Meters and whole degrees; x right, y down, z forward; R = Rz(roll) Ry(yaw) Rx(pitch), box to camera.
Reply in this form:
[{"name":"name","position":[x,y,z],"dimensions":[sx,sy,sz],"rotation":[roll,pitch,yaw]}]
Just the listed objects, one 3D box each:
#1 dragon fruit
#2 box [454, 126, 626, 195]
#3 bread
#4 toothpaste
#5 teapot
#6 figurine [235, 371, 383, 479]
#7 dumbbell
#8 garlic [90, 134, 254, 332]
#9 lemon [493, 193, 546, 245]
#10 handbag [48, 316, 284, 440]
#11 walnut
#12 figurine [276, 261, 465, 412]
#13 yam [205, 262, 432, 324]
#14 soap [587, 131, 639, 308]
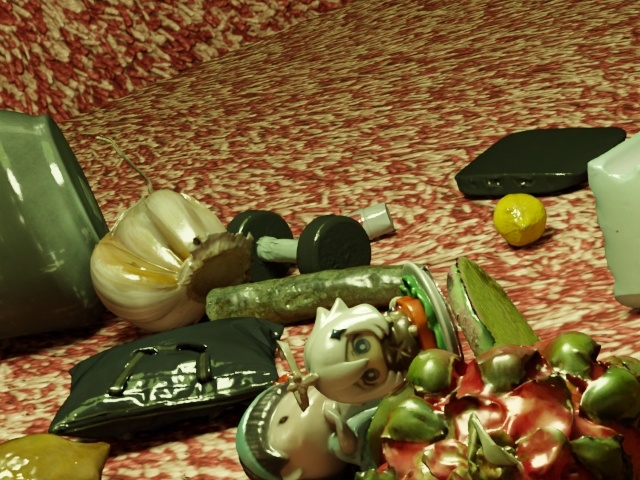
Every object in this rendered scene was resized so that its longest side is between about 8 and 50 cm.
[{"name":"dragon fruit","position":[0.160,0.181,1.357],"dimensions":[0.231,0.237,0.302],"rotation":[8,8,34]},{"name":"box","position":[0.299,-0.109,2.492],"dimensions":[0.212,0.042,0.201],"rotation":[-2,22,38]},{"name":"bread","position":[0.176,0.115,1.605],"dimensions":[0.033,0.228,0.228],"rotation":[-36,12,14]},{"name":"toothpaste","position":[0.000,0.000,2.438],"dimensions":[0.194,0.043,0.067],"rotation":[-20,17,8]},{"name":"teapot","position":[-0.463,0.024,2.440],"dimensions":[0.361,0.306,0.376],"rotation":[-24,-12,0]},{"name":"figurine","position":[0.038,0.183,1.697],"dimensions":[0.245,0.110,0.138],"rotation":[2,22,35]},{"name":"dumbbell","position":[-0.031,0.014,2.310],"dimensions":[0.100,0.100,0.191],"rotation":[-28,21,-35]},{"name":"garlic","position":[-0.180,-0.011,2.260],"dimensions":[0.207,0.257,0.207],"rotation":[-10,16,3]},{"name":"lemon","position":[0.241,-0.025,2.236],"dimensions":[0.065,0.065,0.092],"rotation":[-17,12,-2]},{"name":"handbag","position":[-0.166,0.151,2.023],"dimensions":[0.254,0.089,0.211],"rotation":[-12,15,3]},{"name":"walnut","position":[-0.302,0.259,1.740],"dimensions":[0.245,0.137,0.137],"rotation":[-25,18,-16]},{"name":"figurine","position":[0.035,0.100,1.628],"dimensions":[0.153,0.132,0.132],"rotation":[-18,16,-10]},{"name":"yam","position":[-0.002,0.065,2.191],"dimensions":[0.274,0.061,0.061],"rotation":[-9,18,21]},{"name":"soap","position":[0.413,-0.053,1.969],"dimensions":[0.095,0.173,0.289],"rotation":[3,24,45]}]
